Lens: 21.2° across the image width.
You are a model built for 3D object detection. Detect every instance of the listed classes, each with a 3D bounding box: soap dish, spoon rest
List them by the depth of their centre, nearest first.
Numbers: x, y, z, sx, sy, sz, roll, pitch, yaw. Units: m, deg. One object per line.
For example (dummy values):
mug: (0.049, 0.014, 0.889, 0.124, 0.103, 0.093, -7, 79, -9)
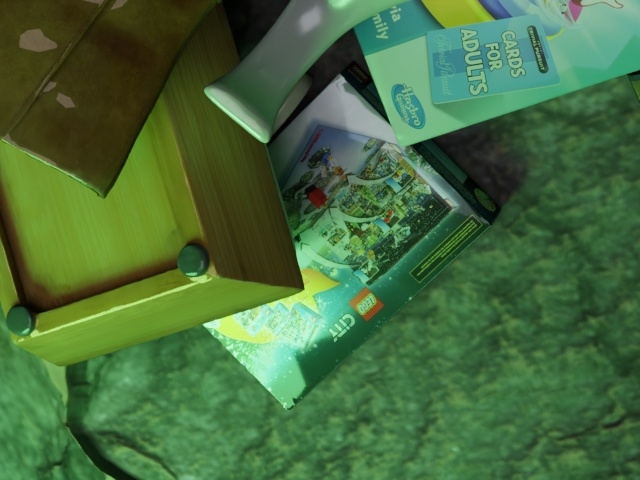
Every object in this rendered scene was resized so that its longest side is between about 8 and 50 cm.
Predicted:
spoon rest: (0.032, -0.190, 1.131, 0.137, 0.084, 0.276, 41, 102, -8)
soap dish: (-0.157, -0.068, 1.249, 0.229, 0.118, 0.290, -18, 88, 27)

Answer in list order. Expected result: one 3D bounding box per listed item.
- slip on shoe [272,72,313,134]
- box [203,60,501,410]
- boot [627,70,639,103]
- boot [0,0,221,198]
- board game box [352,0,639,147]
slip on shoe: (-0.062, -0.089, 1.291, 0.041, 0.051, 0.135, 45, 123, -12)
box: (0.000, 0.000, 1.306, 0.159, 0.044, 0.233, 45, 115, -2)
boot: (0.316, -0.092, 1.137, 0.219, 0.082, 0.106, -8, 111, 50)
boot: (-0.177, -0.208, 1.132, 0.264, 0.096, 0.280, 36, 92, -8)
board game box: (0.167, -0.236, 1.152, 0.336, 0.079, 0.253, -17, 104, 22)
